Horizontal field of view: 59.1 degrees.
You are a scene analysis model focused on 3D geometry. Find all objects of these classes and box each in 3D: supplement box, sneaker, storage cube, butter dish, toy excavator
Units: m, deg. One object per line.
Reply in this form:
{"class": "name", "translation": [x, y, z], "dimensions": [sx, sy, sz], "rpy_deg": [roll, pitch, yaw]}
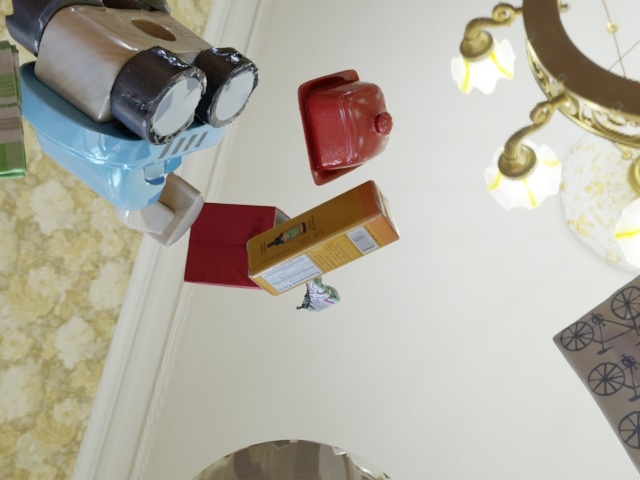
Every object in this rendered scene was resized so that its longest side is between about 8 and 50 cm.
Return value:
{"class": "supplement box", "translation": [0.000, 0.000, 0.880], "dimensions": [0.233, 0.080, 0.078], "rpy_deg": [-24, -133, 16]}
{"class": "sneaker", "translation": [-0.018, 0.092, 0.949], "dimensions": [0.069, 0.098, 0.038], "rpy_deg": [-35, -144, 14]}
{"class": "storage cube", "translation": [-0.181, 0.018, 1.289], "dimensions": [0.193, 0.215, 0.184], "rpy_deg": [4, -96, 10]}
{"class": "butter dish", "translation": [0.057, -0.177, 0.865], "dimensions": [0.118, 0.160, 0.160], "rpy_deg": [6, -64, 40]}
{"class": "toy excavator", "translation": [-0.281, -0.137, 0.868], "dimensions": [0.222, 0.433, 0.445], "rpy_deg": [37, -63, 7]}

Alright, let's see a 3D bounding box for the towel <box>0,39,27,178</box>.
{"class": "towel", "translation": [-0.346, -0.121, 0.541], "dimensions": [0.113, 0.023, 0.152], "rpy_deg": [-10, -108, -13]}

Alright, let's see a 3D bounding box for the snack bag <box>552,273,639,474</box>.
{"class": "snack bag", "translation": [0.370, 0.106, 0.382], "dimensions": [0.323, 0.037, 0.343], "rpy_deg": [-43, -143, 23]}

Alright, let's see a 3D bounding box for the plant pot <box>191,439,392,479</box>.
{"class": "plant pot", "translation": [-0.027, 0.306, 0.365], "dimensions": [0.256, 0.274, 0.257], "rpy_deg": [0, -89, 1]}
